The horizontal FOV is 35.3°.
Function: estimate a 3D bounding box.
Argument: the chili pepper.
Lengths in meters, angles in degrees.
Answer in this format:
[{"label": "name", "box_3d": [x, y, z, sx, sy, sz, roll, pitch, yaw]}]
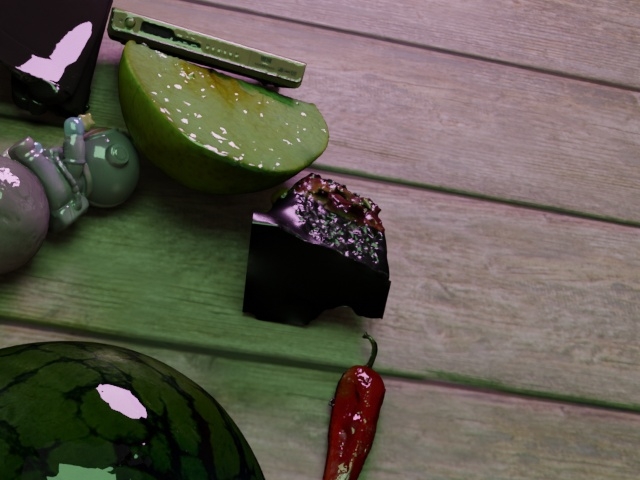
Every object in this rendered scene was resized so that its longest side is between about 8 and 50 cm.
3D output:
[{"label": "chili pepper", "box_3d": [0.036, 0.211, 1.140, 0.059, 0.050, 0.268, 30, 47, -11]}]

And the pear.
[{"label": "pear", "box_3d": [-0.125, -0.115, 1.275, 0.288, 0.139, 0.239, 16, 22, -26]}]

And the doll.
[{"label": "doll", "box_3d": [-0.331, -0.061, 1.213, 0.151, 0.151, 0.287, 41, 44, 19]}]

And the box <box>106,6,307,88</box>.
[{"label": "box", "box_3d": [-0.165, -0.266, 1.413, 0.270, 0.045, 0.211, 14, 6, -15]}]

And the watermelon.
[{"label": "watermelon", "box_3d": [-0.212, 0.248, 0.837, 0.363, 0.363, 0.363, 9, 48, -10]}]

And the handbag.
[{"label": "handbag", "box_3d": [-0.418, -0.313, 1.352, 0.285, 0.113, 0.257, 37, 40, -43]}]

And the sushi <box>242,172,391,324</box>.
[{"label": "sushi", "box_3d": [0.000, 0.000, 1.248, 0.172, 0.153, 0.150, 7, 40, -3]}]
